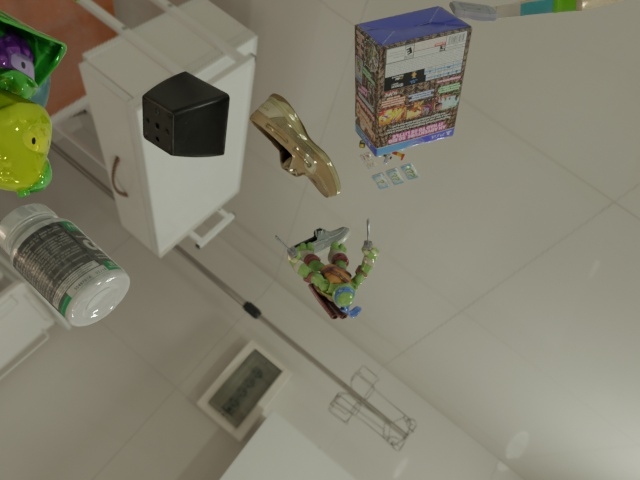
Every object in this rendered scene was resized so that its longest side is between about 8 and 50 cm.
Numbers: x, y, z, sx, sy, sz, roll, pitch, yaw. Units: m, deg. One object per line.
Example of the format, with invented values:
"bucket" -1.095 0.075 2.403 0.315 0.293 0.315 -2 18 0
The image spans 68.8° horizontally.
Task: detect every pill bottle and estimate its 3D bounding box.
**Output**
"pill bottle" -0.758 0.064 1.371 0.204 0.361 0.204 -48 168 -14

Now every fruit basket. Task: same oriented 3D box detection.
"fruit basket" -0.638 -0.287 0.905 0.283 0.392 0.392 -47 173 8

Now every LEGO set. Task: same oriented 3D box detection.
"LEGO set" 0.249 -0.297 1.808 0.182 0.244 0.060 -14 -140 35

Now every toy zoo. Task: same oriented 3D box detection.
"toy zoo" 0.551 -0.561 1.105 0.192 0.293 0.030 -20 117 -19

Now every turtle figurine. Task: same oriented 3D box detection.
"turtle figurine" 0.027 0.029 1.124 0.197 0.275 0.266 -33 -163 -4

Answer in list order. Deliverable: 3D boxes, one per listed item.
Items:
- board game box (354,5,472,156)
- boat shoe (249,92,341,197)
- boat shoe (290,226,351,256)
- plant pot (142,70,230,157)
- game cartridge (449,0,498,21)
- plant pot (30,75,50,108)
"board game box" 0.216 -0.389 1.163 0.231 0.141 0.291 -17 138 -12
"boat shoe" -0.067 -0.233 1.287 0.110 0.341 0.121 -46 -149 -12
"boat shoe" -0.001 0.000 1.637 0.227 0.081 0.079 -29 -162 -8
"plant pot" -0.382 -0.332 1.288 0.167 0.187 0.188 -34 148 -44
"game cartridge" 0.288 -0.432 0.882 0.056 0.083 0.017 -90 -173 -49
"plant pot" -0.908 -0.439 1.255 0.290 0.290 0.195 -55 158 16
